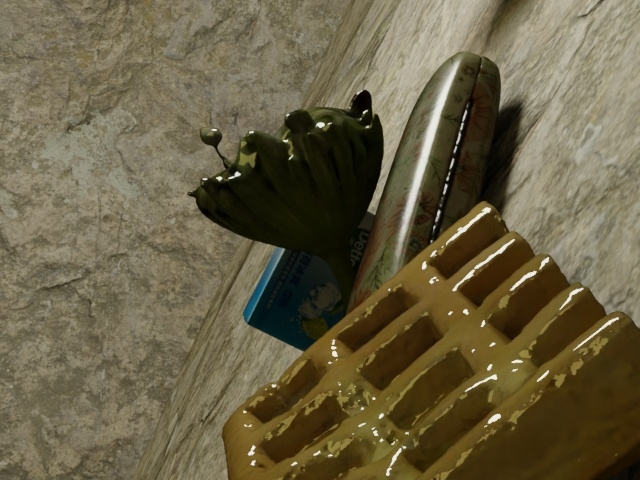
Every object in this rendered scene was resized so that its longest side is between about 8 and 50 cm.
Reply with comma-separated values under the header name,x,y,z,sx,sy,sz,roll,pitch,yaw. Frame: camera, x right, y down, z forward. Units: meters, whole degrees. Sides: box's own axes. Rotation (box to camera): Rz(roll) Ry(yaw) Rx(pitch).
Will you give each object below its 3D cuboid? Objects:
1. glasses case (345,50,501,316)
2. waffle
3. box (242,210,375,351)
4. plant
name,x,y,z,sx,sy,sz,roll,pitch,yaw
glasses case,0.109,-0.027,1.038,0.156,0.098,0.425,119,173,-53
waffle,0.059,0.123,0.684,0.304,0.077,0.348,-39,15,3
box,0.007,0.044,1.252,0.194,0.139,0.073,-63,11,0
plant,0.013,-0.009,1.155,0.251,0.333,0.180,-23,20,27
